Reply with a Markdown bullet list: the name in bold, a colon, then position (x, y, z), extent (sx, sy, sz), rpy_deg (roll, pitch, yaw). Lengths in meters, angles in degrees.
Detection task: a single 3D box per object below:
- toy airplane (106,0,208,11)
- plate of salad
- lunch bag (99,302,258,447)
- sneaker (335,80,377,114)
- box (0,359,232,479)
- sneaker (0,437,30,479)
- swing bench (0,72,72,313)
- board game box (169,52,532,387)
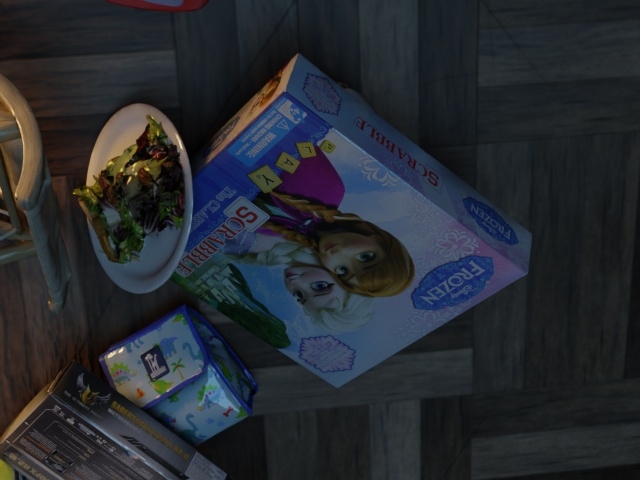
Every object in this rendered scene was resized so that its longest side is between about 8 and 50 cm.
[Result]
- **toy airplane**: position (-0.310, -0.336, 0.934), extent (0.384, 0.272, 0.386), rpy_deg (-6, 129, 16)
- **plate of salad**: position (-0.200, -0.044, 1.123), extent (0.048, 0.200, 0.200), rpy_deg (0, 117, -43)
- **lunch bag**: position (-0.167, 0.163, 1.263), extent (0.129, 0.096, 0.151), rpy_deg (-31, 104, 11)
- **sneaker**: position (0.046, -0.066, 1.203), extent (0.090, 0.095, 0.235), rpy_deg (-13, 133, -7)
- **box**: position (-0.244, 0.260, 1.249), extent (0.231, 0.056, 0.183), rpy_deg (39, 133, -10)
- **sneaker**: position (-0.359, 0.378, 1.295), extent (0.145, 0.147, 0.385), rpy_deg (-39, 111, 11)
- **swing bench**: position (-0.378, -0.048, 1.045), extent (0.254, 0.165, 0.253), rpy_deg (0, 153, -8)
- **board game box**: position (0.000, 0.000, 1.152), extent (0.318, 0.066, 0.318), rpy_deg (35, 134, -19)
